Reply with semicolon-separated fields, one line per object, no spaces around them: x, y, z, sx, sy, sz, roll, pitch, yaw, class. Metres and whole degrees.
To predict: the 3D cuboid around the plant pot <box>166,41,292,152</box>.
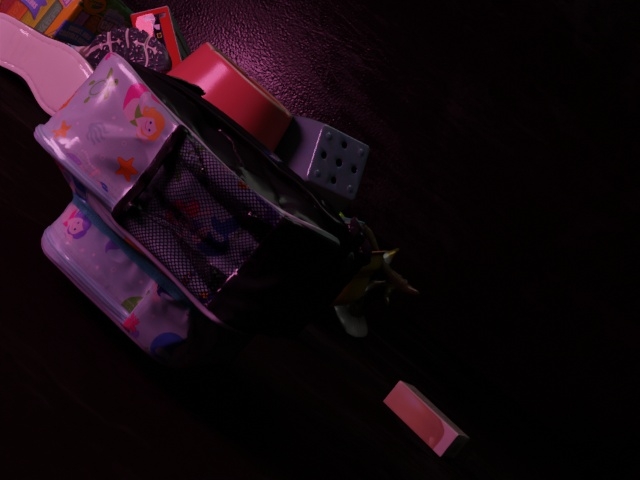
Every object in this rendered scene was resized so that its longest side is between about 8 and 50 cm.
-0.197;-0.186;1.318;0.275;0.243;0.275;40;7;-6;plant pot

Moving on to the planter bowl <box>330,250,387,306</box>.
0.011;0.068;1.325;0.217;0.090;0.217;-4;-1;0;planter bowl

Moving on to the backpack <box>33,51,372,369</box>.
-0.109;-0.023;0.623;0.253;0.191;0.225;47;2;12;backpack

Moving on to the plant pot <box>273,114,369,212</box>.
-0.029;-0.133;1.404;0.165;0.166;0.234;23;-10;-29;plant pot

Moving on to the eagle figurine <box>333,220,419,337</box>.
0.070;0.079;1.581;0.225;0.226;0.298;-1;-3;-30;eagle figurine

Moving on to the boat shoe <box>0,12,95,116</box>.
-0.441;-0.278;1.270;0.305;0.109;0.091;36;6;21;boat shoe

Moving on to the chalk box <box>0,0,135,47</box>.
-0.513;-0.471;1.556;0.180;0.289;0.179;39;3;19;chalk box

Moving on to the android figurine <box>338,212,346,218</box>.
0.000;0.000;1.796;0.248;0.056;0.273;-14;-60;50;android figurine

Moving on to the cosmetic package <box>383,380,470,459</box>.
0.149;0.253;1.075;0.115;0.041;0.060;41;4;34;cosmetic package

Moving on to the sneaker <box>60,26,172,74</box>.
-0.382;-0.302;1.380;0.283;0.110;0.122;1;-24;21;sneaker

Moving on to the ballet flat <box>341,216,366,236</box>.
-0.016;-0.026;1.353;0.203;0.074;0.074;18;8;-14;ballet flat

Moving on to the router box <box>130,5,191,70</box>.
-0.313;-0.311;1.696;0.335;0.082;0.301;103;-27;-85;router box
